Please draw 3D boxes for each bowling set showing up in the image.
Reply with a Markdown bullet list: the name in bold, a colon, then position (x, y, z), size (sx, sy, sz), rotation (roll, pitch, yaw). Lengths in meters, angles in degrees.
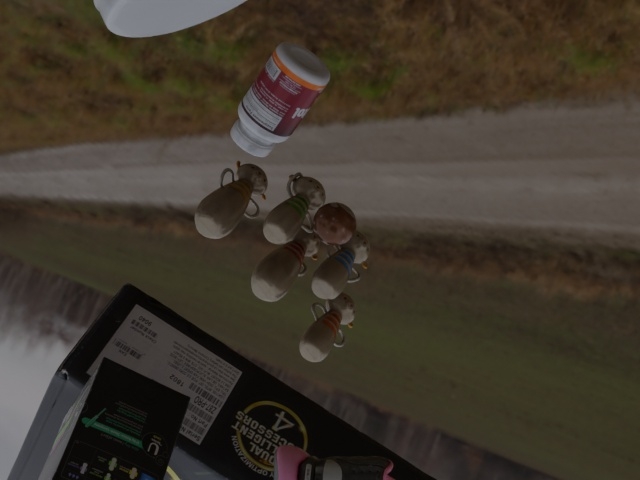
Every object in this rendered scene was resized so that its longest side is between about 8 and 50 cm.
- **bowling set**: position (0.000, 0.000, 1.376), size (0.200, 0.154, 0.287), rotation (-27, 105, 38)

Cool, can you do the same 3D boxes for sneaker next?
- **sneaker**: position (0.021, 0.120, 0.434), size (0.057, 0.047, 0.119), rotation (-11, 144, 12)

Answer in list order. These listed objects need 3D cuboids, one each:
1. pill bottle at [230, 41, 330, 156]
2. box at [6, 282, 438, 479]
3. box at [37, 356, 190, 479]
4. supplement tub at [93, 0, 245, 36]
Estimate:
- **pill bottle**: position (-0.060, -0.193, 1.464), size (0.086, 0.152, 0.086), rotation (28, -150, -18)
- **box**: position (-0.037, 0.240, 0.762), size (0.395, 0.097, 0.318), rotation (33, 139, -3)
- **box**: position (-0.108, 0.113, 0.523), size (0.052, 0.083, 0.062), rotation (27, 131, -13)
- **supplement tub**: position (-0.156, -0.334, 0.901), size (0.191, 0.272, 0.191), rotation (-23, 176, -1)
